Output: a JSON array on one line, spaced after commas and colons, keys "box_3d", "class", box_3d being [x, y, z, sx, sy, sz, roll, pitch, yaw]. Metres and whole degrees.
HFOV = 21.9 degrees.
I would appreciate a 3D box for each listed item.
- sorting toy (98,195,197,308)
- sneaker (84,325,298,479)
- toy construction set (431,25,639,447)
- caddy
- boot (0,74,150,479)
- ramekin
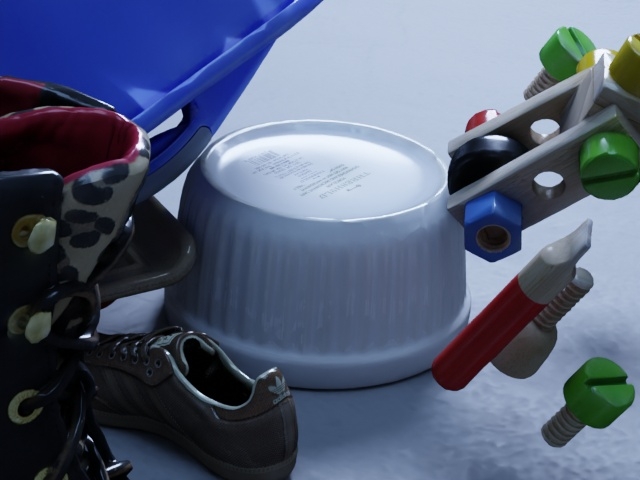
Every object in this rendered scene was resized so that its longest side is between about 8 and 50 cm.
[{"box_3d": [-0.232, 0.001, 1.119, 0.229, 0.041, 0.307, -18, 25, -17], "class": "sorting toy"}, {"box_3d": [-0.089, 0.076, 0.972, 0.188, 0.071, 0.066, 20, 31, 28], "class": "sneaker"}, {"box_3d": [0.213, -0.037, 0.976, 0.257, 0.237, 0.309, 44, 41, 6], "class": "toy construction set"}, {"box_3d": [-0.145, -0.108, 1.040, 0.341, 0.179, 0.241, -40, 15, -29], "class": "caddy"}, {"box_3d": [-0.105, 0.088, 0.697, 0.377, 0.284, 0.138, 10, 24, 2], "class": "boot"}, {"box_3d": [0.000, 0.000, 1.094, 0.207, 0.109, 0.207, 2, 27, -1], "class": "ramekin"}]
